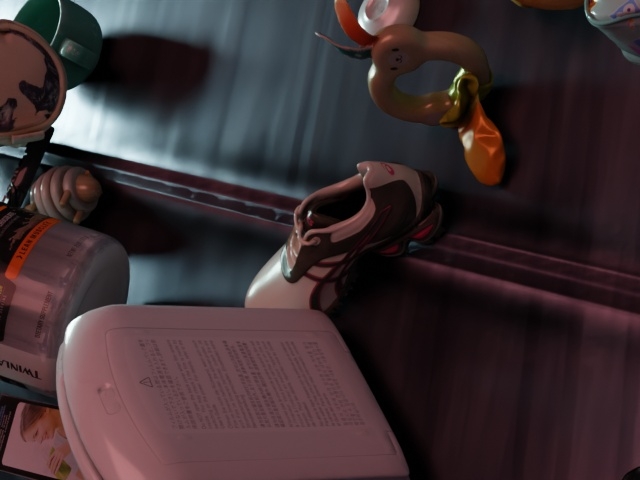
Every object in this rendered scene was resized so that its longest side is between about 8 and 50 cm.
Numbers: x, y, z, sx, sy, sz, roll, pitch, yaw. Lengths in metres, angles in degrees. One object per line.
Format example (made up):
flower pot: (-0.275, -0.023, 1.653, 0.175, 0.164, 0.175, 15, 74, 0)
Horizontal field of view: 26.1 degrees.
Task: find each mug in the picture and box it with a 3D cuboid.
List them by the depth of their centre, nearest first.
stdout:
mug: (-0.369, -0.267, 1.959, 0.129, 0.097, 0.158, -38, 49, 24)

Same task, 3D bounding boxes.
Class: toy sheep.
toy sheep: (-0.346, -0.056, 1.842, 0.132, 0.091, 0.091, -12, 62, 27)

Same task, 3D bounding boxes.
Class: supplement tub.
supplement tub: (-0.420, 0.049, 1.675, 0.337, 0.207, 0.207, 16, 80, 11)

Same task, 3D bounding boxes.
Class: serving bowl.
serving bowl: (0.073, -0.263, 1.583, 0.083, 0.027, 0.083, -20, 59, 36)

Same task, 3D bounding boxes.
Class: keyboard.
keyboard: (-0.438, -0.014, 1.885, 0.317, 0.033, 0.201, -68, 12, -4)

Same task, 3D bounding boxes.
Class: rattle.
rattle: (0.088, -0.144, 1.384, 0.130, 0.199, 0.143, -13, 62, 40)

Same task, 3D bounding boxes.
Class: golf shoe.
golf shoe: (0.000, 0.000, 1.461, 0.273, 0.120, 0.105, -38, 50, 26)

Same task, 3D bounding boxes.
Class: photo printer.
photo printer: (-0.095, 0.173, 1.327, 0.256, 0.307, 0.107, 60, 136, 41)

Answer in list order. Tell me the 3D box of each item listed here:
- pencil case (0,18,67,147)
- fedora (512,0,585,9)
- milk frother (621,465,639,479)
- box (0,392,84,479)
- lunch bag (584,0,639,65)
pencil case: (-0.491, -0.177, 1.912, 0.410, 0.160, 0.184, -12, 101, 57)
fedora: (0.213, -0.304, 1.407, 0.079, 0.194, 0.194, 117, 157, -63)
milk frother: (0.312, 0.234, 1.070, 0.143, 0.129, 0.135, -7, 101, 12)
box: (-0.216, 0.242, 1.516, 0.290, 0.169, 0.087, 4, 76, 43)
lunch bag: (0.387, -0.273, 1.228, 0.279, 0.108, 0.224, -1, 64, 41)
